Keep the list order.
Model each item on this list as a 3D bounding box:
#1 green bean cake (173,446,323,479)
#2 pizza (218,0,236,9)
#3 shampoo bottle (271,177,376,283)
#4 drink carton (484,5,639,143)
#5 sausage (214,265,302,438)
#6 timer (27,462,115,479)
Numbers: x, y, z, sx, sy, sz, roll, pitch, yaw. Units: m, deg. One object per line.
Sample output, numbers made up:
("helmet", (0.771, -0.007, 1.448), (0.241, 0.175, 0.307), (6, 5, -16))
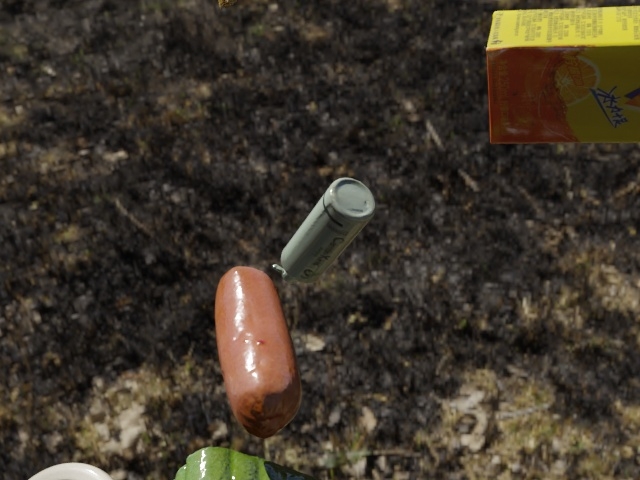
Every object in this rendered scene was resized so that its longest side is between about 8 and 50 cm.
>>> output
("green bean cake", (-0.097, 0.399, 1.378), (0.248, 0.222, 0.125), (12, 44, -18))
("pizza", (-0.124, -0.365, 1.395), (0.037, 0.083, 0.016), (28, 13, 15))
("shampoo bottle", (0.000, 0.000, 1.667), (0.085, 0.262, 0.085), (14, 53, -20))
("drink carton", (0.392, -0.210, 1.245), (0.351, 0.155, 0.111), (2, 41, 15))
("sausage", (-0.088, 0.157, 1.362), (0.113, 0.114, 0.259), (-10, 43, -6))
("timer", (-0.232, 0.373, 1.143), (0.175, 0.266, 0.175), (-9, 62, 18))
